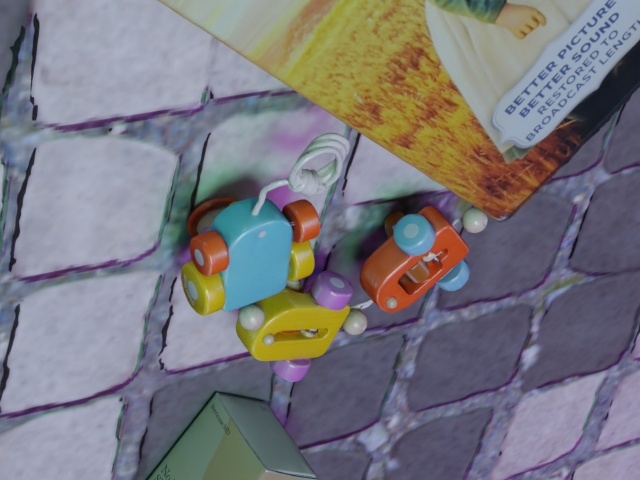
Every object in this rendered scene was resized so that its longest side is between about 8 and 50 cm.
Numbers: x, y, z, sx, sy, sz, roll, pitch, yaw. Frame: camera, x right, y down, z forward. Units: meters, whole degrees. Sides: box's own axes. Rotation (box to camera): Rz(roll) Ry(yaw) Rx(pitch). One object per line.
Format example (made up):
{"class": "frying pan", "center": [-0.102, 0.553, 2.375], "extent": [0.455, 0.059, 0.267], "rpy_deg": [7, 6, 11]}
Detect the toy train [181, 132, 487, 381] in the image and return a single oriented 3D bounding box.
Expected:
{"class": "toy train", "center": [0.000, 0.000, 0.847], "extent": [0.125, 0.046, 0.166], "rpy_deg": [-44, 145, 7]}

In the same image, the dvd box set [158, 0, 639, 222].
{"class": "dvd box set", "center": [0.056, -0.194, 0.671], "extent": [0.307, 0.062, 0.420], "rpy_deg": [-47, 142, 11]}

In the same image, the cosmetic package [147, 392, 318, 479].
{"class": "cosmetic package", "center": [-0.059, 0.139, 0.930], "extent": [0.041, 0.060, 0.115], "rpy_deg": [17, 116, -46]}
